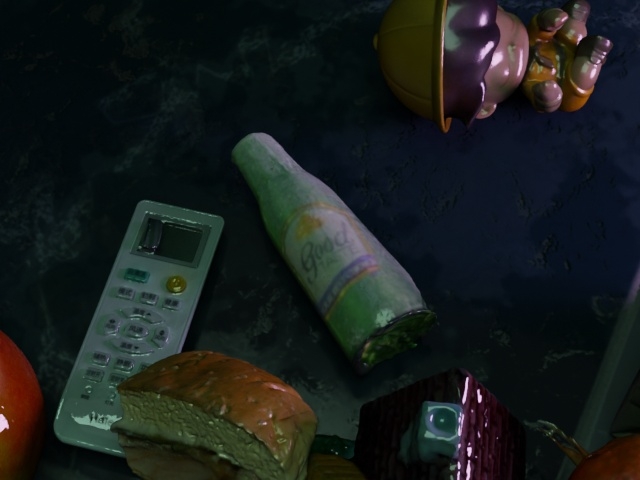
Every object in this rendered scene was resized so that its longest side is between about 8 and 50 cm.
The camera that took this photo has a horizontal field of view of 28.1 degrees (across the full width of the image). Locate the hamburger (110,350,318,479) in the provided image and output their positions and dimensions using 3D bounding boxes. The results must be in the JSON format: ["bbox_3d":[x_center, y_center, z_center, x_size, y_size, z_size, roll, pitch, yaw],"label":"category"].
[{"bbox_3d":[-0.084,0.168,1.234,0.155,0.207,0.135,-38,111,-38],"label":"hamburger"}]

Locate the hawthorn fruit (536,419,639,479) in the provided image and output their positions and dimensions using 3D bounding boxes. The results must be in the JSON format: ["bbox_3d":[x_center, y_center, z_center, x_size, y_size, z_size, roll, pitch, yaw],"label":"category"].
[{"bbox_3d":[0.305,0.273,1.192,0.211,0.211,0.299,-30,58,-12],"label":"hawthorn fruit"}]

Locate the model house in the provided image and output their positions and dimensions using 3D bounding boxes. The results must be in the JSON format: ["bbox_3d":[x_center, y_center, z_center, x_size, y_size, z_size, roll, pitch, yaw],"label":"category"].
[{"bbox_3d":[0.074,0.278,1.165,0.229,0.249,0.281,3,64,4],"label":"model house"}]

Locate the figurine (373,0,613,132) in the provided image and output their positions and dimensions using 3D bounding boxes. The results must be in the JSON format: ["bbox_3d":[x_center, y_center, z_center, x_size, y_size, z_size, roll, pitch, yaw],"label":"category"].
[{"bbox_3d":[0.188,-0.207,1.446,0.256,0.167,0.192,13,59,-18],"label":"figurine"}]

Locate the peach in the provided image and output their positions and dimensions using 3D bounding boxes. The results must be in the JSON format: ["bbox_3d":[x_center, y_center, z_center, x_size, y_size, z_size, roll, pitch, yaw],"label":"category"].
[{"bbox_3d":[-0.384,0.182,1.249,0.230,0.231,0.231,-1,64,1],"label":"peach"}]

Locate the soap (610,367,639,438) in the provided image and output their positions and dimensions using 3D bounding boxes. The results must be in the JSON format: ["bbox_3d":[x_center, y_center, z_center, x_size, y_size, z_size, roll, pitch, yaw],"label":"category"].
[{"bbox_3d":[0.398,0.124,1.267,0.138,0.182,0.199,29,68,12],"label":"soap"}]

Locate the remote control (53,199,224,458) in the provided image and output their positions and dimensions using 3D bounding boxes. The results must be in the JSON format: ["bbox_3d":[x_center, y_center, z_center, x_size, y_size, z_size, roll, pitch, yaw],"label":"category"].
[{"bbox_3d":[-0.190,0.092,1.371,0.103,0.051,0.293,13,62,7],"label":"remote control"}]

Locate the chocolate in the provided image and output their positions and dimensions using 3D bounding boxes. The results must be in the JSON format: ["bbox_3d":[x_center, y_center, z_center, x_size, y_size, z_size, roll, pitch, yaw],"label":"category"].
[{"bbox_3d":[0.000,0.000,1.385,0.110,0.110,0.291,-31,66,-13],"label":"chocolate"}]
